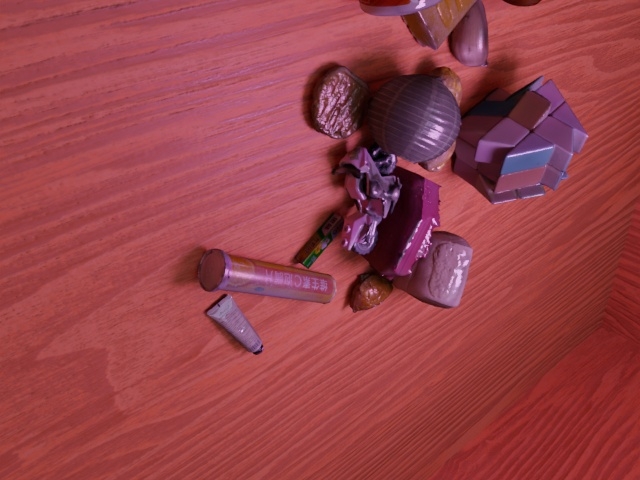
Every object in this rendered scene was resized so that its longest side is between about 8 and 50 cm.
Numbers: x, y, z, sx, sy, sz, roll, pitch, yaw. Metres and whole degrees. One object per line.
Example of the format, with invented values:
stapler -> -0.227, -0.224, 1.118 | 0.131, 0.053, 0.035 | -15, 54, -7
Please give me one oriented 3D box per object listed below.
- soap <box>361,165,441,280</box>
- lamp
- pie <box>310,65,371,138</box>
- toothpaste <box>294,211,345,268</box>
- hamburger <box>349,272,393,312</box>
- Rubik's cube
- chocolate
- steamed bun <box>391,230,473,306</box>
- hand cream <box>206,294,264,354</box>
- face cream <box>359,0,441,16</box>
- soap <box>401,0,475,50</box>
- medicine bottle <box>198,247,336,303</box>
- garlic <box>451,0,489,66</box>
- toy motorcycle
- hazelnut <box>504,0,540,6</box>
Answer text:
soap -> 0.235, -0.047, 1.598 | 0.127, 0.220, 0.324 | 15, 105, -37
lamp -> 0.253, -0.324, 1.400 | 0.266, 0.233, 0.233 | 22, 100, -17
pie -> 0.049, -0.348, 1.367 | 0.195, 0.046, 0.195 | -21, 125, -33
toothpaste -> 0.000, 0.000, 1.535 | 0.178, 0.043, 0.037 | -50, 134, -7
hamburger -> 0.168, 0.159, 1.749 | 0.176, 0.087, 0.102 | -31, 133, -22
Rubik's cube -> 0.619, -0.299, 1.695 | 0.387, 0.368, 0.358 | -41, 152, -17
chocolate -> 0.341, -0.355, 1.568 | 0.134, 0.134, 0.309 | -19, 122, -33
steamed bun -> 0.358, 0.082, 1.746 | 0.383, 0.236, 0.246 | 1, 107, -79
hand cream -> -0.228, 0.243, 1.481 | 0.080, 0.050, 0.234 | -42, 131, -14
face cream -> 0.178, -0.629, 1.198 | 0.201, 0.201, 0.187 | -32, 132, -24
soap -> 0.333, -0.665, 1.400 | 0.274, 0.089, 0.173 | -53, 137, -2
medicine bottle -> -0.126, 0.105, 1.447 | 0.426, 0.108, 0.108 | 14, 105, -47
garlic -> 0.441, -0.620, 1.524 | 0.129, 0.148, 0.266 | -4, 128, 1
toy motorcycle -> 0.114, -0.124, 1.482 | 0.188, 0.143, 0.326 | 8, 98, -41
hazelnut -> 0.560, -0.762, 1.487 | 0.208, 0.208, 0.208 | -22, 127, -31
